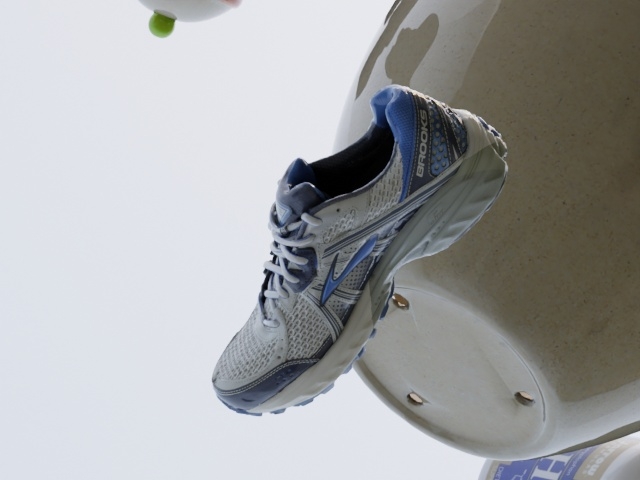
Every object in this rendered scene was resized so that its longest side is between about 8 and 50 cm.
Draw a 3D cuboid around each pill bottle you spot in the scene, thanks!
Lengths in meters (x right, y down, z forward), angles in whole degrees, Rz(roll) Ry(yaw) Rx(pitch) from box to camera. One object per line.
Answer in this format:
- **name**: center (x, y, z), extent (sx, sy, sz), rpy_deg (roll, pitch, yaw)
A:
- **pill bottle**: center (0.198, 0.183, 1.120), extent (0.112, 0.187, 0.112), rpy_deg (0, -89, -33)

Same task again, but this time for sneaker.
- **sneaker**: center (0.000, 0.000, 0.591), extent (0.058, 0.052, 0.135), rpy_deg (33, -80, -34)

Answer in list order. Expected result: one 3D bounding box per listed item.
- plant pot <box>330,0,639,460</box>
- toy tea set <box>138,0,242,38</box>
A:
- **plant pot**: center (0.111, 0.004, 0.908), extent (0.284, 0.284, 0.191), rpy_deg (46, -124, -11)
- **toy tea set**: center (-0.078, -0.189, 1.077), extent (0.124, 0.200, 0.336), rpy_deg (-70, -20, 3)
